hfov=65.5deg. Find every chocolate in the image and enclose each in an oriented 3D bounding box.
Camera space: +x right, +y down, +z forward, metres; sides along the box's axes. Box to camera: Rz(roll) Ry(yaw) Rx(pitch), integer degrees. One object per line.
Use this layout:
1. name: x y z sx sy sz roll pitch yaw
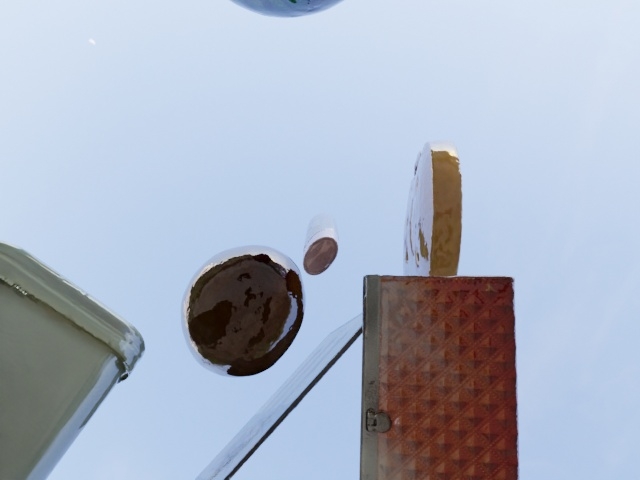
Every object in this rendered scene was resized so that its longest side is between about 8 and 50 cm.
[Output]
1. chocolate: -0.095 0.081 0.629 0.177 0.177 0.176 -3 -106 11

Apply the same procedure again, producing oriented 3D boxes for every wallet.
1. wallet: 0.076 0.121 0.328 0.103 0.020 0.196 0 -98 13

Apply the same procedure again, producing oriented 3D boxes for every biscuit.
1. biscuit: 0.150 -0.007 0.718 0.052 0.355 0.275 1 -98 7

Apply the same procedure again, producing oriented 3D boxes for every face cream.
1. face cream: 0.000 0.000 0.947 0.057 0.198 0.084 34 -77 -8

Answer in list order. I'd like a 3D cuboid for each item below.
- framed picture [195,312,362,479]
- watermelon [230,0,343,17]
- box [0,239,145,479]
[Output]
1. framed picture: -0.045 0.219 0.712 0.013 0.244 0.324 45 -119 3
2. watermelon: -0.045 -0.492 0.691 0.363 0.363 0.363 -3 -106 11
3. box: -0.372 0.215 0.436 0.177 0.352 0.344 43 -134 -18
